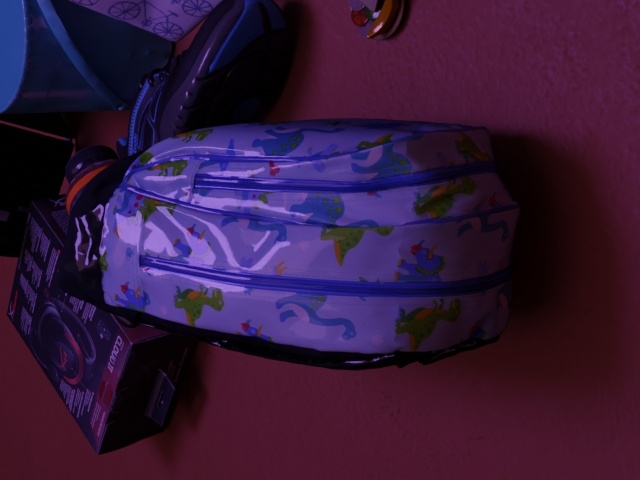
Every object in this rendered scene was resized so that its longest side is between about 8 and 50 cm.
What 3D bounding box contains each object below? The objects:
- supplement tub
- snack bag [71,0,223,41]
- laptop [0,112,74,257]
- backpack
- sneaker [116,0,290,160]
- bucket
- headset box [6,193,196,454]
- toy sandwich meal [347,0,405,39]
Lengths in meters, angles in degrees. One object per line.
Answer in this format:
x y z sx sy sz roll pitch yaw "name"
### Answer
-0.243 -0.025 1.496 0.198 0.106 0.106 57 139 33 "supplement tub"
-0.158 -0.317 1.116 0.342 0.323 0.037 -29 55 39 "snack bag"
-0.439 -0.126 1.582 0.136 0.234 0.264 20 94 25 "laptop"
0.000 0.000 1.085 0.355 0.290 0.273 26 107 37 "backpack"
-0.146 -0.150 1.325 0.140 0.125 0.341 57 138 22 "sneaker"
-0.318 -0.277 1.450 0.281 0.183 0.281 20 117 46 "bucket"
-0.276 0.111 1.587 0.293 0.110 0.218 49 136 30 "headset box"
0.046 -0.224 1.139 0.085 0.029 0.085 21 117 46 "toy sandwich meal"
